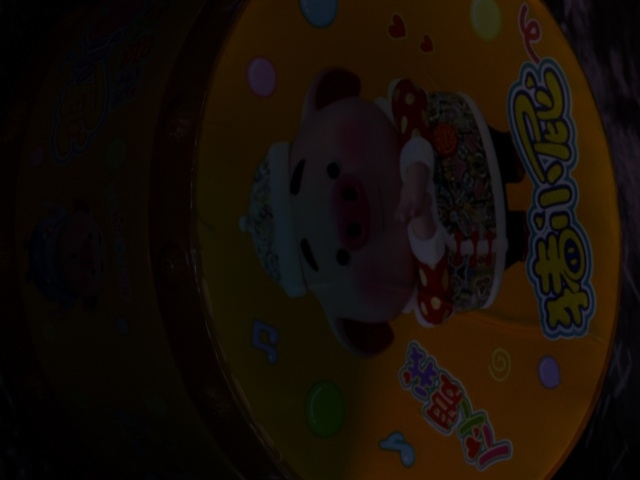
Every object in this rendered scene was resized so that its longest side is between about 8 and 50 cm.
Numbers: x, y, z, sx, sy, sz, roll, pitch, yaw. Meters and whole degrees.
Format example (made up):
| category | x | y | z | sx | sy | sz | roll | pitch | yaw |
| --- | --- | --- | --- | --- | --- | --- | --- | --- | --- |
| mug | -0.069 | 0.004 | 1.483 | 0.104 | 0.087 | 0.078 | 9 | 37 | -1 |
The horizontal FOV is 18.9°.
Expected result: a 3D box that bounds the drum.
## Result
| category | x | y | z | sx | sy | sz | roll | pitch | yaw |
| --- | --- | --- | --- | --- | --- | --- | --- | --- | --- |
| drum | 0.000 | 0.000 | 1.289 | 0.431 | 0.214 | 0.431 | 7 | 80 | -43 |
